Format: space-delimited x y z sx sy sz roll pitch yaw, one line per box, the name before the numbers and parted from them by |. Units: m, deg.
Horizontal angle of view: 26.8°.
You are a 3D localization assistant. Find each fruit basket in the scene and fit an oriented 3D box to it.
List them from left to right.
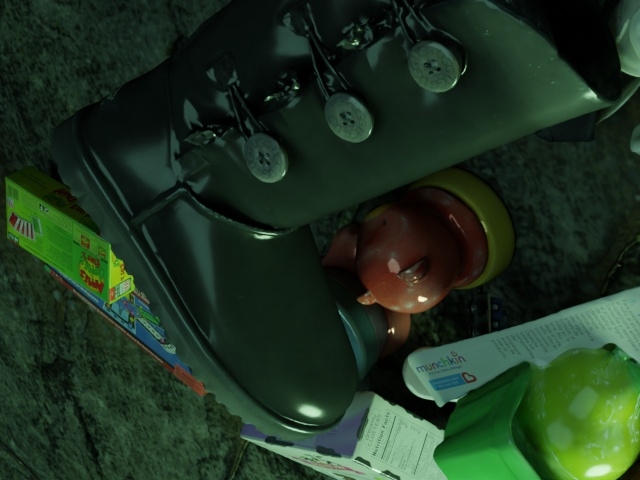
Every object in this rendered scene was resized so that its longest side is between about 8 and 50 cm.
fruit basket | 0.290 0.166 1.079 0.353 0.165 0.327 -26 110 34

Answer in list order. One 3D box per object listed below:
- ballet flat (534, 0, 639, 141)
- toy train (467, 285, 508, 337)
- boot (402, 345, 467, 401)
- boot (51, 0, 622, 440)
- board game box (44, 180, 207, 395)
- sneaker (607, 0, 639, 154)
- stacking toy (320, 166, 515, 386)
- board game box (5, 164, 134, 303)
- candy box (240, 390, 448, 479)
ballet flat | 0.227 -0.155 1.033 0.074 0.074 0.203 38 130 19
toy train | 0.155 0.120 1.215 0.027 0.036 0.158 -179 86 -85
boot | 0.177 0.129 1.271 0.190 0.086 0.069 9 91 13
boot | 0.044 -0.049 1.050 0.445 0.146 0.367 -29 109 33
board game box | -0.228 0.057 1.631 0.281 0.027 0.145 35 134 22
sneaker | 0.267 -0.178 0.908 0.152 0.114 0.305 2 119 15
stacking toy | 0.000 0.000 1.297 0.279 0.130 0.309 49 138 7
board game box | -0.300 -0.009 1.602 0.181 0.043 0.092 29 132 27
candy box | 0.047 0.206 1.345 0.165 0.070 0.196 3 158 47
